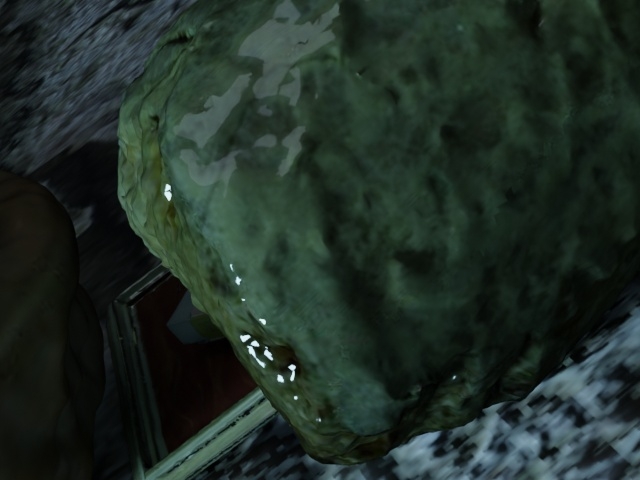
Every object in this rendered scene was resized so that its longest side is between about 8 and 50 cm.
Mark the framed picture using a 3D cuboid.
[{"bbox_3d":[0.000,0.000,0.781,0.273,0.016,0.216,-38,26,4],"label":"framed picture"}]

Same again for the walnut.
[{"bbox_3d":[-0.219,0.053,0.715,0.227,0.273,0.273,-59,23,14],"label":"walnut"}]

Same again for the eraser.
[{"bbox_3d":[-0.037,0.027,0.746,0.083,0.019,0.038,-15,36,40],"label":"eraser"}]

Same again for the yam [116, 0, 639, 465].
[{"bbox_3d":[0.063,-0.062,0.592,0.300,0.195,0.195,-44,26,-8],"label":"yam"}]
